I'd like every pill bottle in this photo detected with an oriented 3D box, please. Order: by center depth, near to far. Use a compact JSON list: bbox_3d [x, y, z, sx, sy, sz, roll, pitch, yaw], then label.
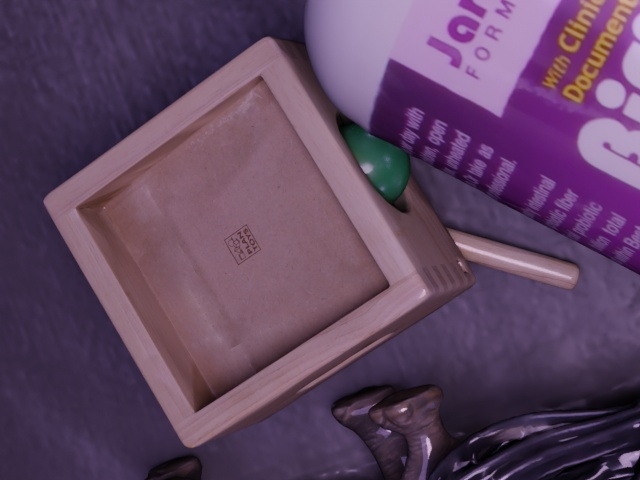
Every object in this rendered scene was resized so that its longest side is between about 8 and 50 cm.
[{"bbox_3d":[0.102,-0.084,0.519,0.301,0.169,0.169,27,106,6],"label":"pill bottle"}]

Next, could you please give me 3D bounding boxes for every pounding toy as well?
[{"bbox_3d":[0.000,0.000,0.608,0.141,0.100,0.130,-34,81,17],"label":"pounding toy"}]

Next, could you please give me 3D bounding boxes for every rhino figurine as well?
[{"bbox_3d":[-0.040,0.143,0.650,0.243,0.073,0.106,-22,93,18],"label":"rhino figurine"}]

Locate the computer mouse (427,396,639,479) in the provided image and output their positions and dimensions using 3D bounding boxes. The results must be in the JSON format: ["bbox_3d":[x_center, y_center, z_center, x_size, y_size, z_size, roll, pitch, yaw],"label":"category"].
[{"bbox_3d":[0.162,0.173,0.610,0.188,0.072,0.272,-18,95,-1],"label":"computer mouse"}]
